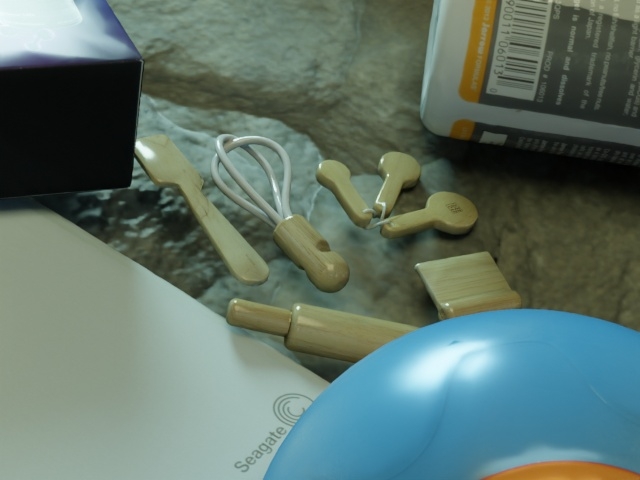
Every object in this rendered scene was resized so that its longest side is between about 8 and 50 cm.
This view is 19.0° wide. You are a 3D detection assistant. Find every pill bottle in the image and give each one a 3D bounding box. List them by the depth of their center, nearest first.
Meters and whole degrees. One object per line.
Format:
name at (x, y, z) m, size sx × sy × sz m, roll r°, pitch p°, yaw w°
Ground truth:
pill bottle at (0.214, -0.131, 1.290) m, size 0.278 × 0.162 × 0.162 m, roll 9°, pitch 52°, yaw 0°

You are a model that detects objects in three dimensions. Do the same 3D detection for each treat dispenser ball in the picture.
treat dispenser ball at (0.103, 0.178, 0.955) m, size 0.288 × 0.288 × 0.288 m, roll 3°, pitch 52°, yaw -4°

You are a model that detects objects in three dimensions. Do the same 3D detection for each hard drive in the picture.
hard drive at (-0.185, 0.076, 1.128) m, size 0.353 × 0.047 × 0.233 m, roll 31°, pitch 42°, yaw 17°

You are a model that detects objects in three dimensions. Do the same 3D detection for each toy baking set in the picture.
toy baking set at (0.002, 0.005, 1.230) m, size 0.256 × 0.030 × 0.197 m, roll 9°, pitch 40°, yaw -13°

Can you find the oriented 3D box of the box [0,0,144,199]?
box at (-0.266, -0.110, 1.206) m, size 0.261 × 0.103 × 0.184 m, roll -6°, pitch 35°, yaw -24°
